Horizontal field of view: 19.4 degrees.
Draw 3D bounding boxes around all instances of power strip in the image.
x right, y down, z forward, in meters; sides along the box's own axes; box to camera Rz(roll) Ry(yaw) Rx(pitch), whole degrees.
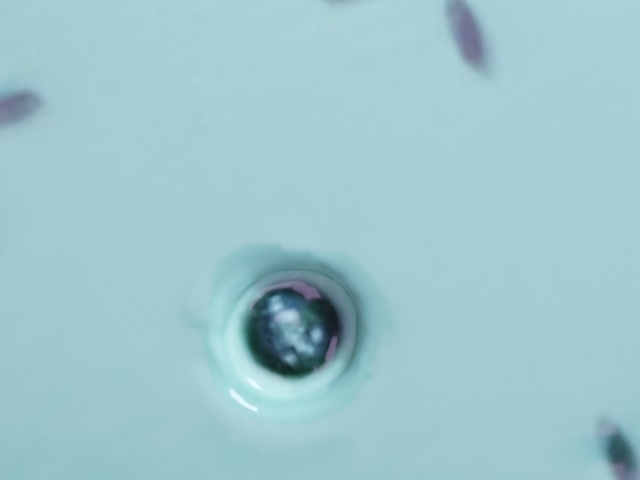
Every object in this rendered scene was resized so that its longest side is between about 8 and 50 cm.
[{"bbox_3d":[0.000,0.000,0.521,0.357,0.161,0.357,1,100,8],"label":"power strip"}]
